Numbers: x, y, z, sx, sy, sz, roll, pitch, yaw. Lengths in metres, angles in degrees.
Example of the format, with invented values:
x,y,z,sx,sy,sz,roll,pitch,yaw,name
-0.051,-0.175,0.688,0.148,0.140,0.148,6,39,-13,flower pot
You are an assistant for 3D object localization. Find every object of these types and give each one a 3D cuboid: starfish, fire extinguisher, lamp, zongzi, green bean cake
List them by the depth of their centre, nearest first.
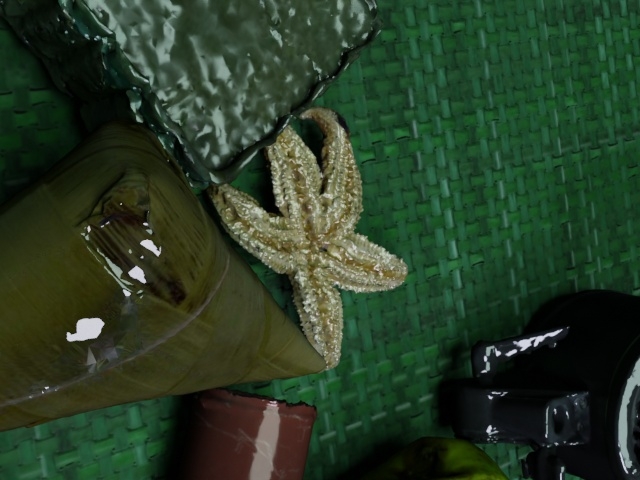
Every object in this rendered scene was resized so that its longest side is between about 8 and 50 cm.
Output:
x,y,z,sx,sy,sz,roll,pitch,yaw,name
-0.161,0.094,0.803,0.273,0.145,0.300,-36,133,1,zongzi
-0.105,-0.191,0.851,0.241,0.132,0.255,-48,113,-23,green bean cake
-0.075,0.292,0.911,0.147,0.106,0.337,22,78,-60,fire extinguisher
0.001,0.001,0.978,0.215,0.071,0.238,-5,100,-31,starfish
0.340,0.160,1.104,0.374,0.272,0.205,-5,96,-37,lamp

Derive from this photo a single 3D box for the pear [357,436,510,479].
x,y,z,sx,sy,sz,roll,pitch,yaw,name
0.066,0.295,0.968,0.238,0.164,0.256,18,73,-35,pear
